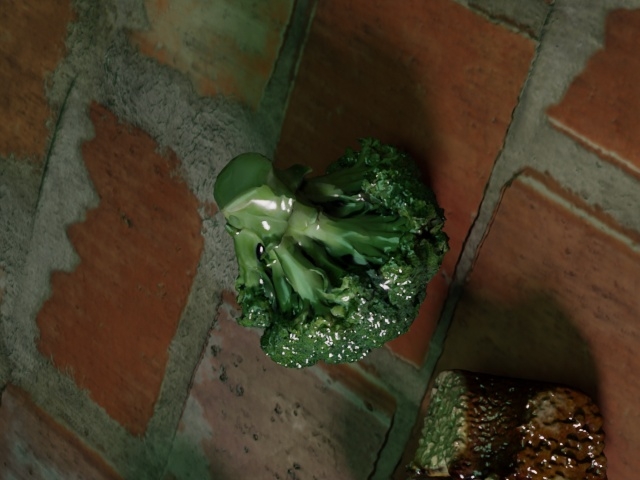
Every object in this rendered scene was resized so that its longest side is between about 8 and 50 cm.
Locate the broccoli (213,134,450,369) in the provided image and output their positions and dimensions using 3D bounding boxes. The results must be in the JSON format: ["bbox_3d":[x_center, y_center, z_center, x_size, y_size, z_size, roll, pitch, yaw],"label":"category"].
[{"bbox_3d":[0.000,0.000,1.653,0.270,0.270,0.270,-30,39,28],"label":"broccoli"}]

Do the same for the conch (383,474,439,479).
[{"bbox_3d":[0.094,0.370,1.667,0.178,0.245,0.163,17,143,19],"label":"conch"}]

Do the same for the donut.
[{"bbox_3d":[0.193,0.202,1.603,0.186,0.144,0.126,6,92,64],"label":"donut"}]
